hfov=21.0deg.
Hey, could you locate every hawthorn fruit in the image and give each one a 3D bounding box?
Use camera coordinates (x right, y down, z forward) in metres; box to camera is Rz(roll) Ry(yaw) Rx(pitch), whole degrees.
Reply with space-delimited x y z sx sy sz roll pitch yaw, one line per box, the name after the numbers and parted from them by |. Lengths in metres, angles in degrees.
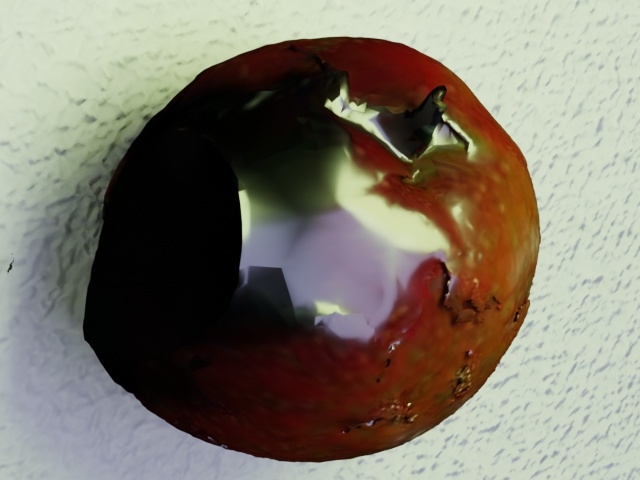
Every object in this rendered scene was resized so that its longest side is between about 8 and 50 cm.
-0.010 0.009 1.123 0.316 0.316 0.316 -7 103 -35 | hawthorn fruit

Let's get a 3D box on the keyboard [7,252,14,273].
-0.327 -0.032 0.997 0.381 0.041 0.103 12 87 -52 | keyboard
